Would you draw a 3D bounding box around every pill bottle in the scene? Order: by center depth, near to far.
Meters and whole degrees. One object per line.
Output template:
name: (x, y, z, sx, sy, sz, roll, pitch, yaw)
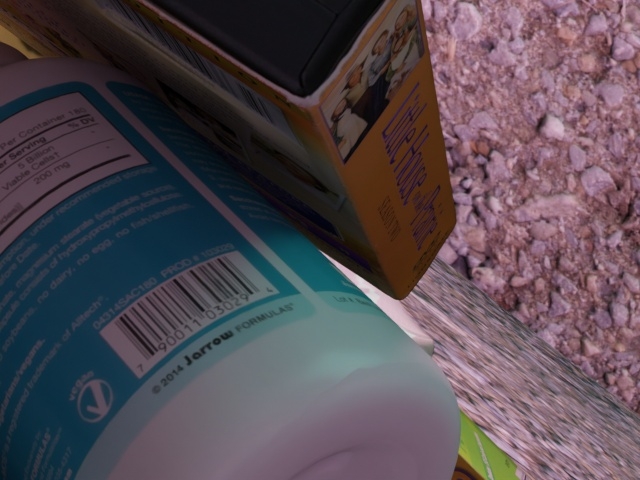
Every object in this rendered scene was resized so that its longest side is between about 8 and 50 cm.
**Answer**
pill bottle: (-0.080, 0.027, 0.641, 0.264, 0.146, 0.146, 44, 8, 35)

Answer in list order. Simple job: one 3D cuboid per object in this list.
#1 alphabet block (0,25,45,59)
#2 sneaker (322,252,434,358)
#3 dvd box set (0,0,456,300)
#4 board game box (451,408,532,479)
alphabet block: (-0.176, -0.148, 1.158, 0.197, 0.192, 0.193, 39, 8, 7)
sneaker: (0.000, 0.000, 1.465, 0.292, 0.118, 0.110, 44, 6, 24)
dvd box set: (-0.086, -0.109, 0.720, 0.308, 0.062, 0.420, 35, -5, 12)
board game box: (0.044, 0.090, 0.950, 0.259, 0.039, 0.124, 47, 7, 6)
